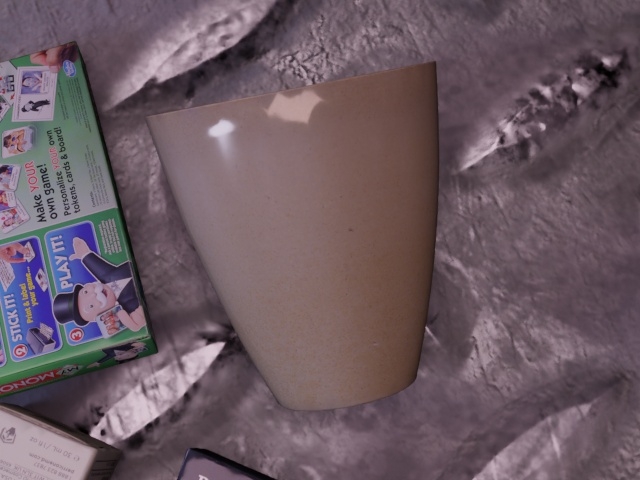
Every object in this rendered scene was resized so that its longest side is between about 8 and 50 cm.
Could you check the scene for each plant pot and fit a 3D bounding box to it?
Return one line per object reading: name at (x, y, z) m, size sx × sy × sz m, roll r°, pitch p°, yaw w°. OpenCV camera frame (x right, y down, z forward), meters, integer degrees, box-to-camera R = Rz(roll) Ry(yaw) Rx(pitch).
plant pot at (0.000, 0.000, 1.111) m, size 0.256 × 0.256 × 0.274 m, roll -12°, pitch 98°, yaw -4°

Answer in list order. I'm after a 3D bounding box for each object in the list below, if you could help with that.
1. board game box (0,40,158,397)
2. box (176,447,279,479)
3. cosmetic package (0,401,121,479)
board game box at (-0.287, -0.017, 1.140) m, size 0.213 × 0.046 × 0.317 m, roll -16°, pitch 65°, yaw -4°
box at (-0.015, 0.383, 1.060) m, size 0.343 × 0.179 × 0.312 m, roll 24°, pitch 82°, yaw 2°
cosmetic package at (-0.289, 0.301, 1.075) m, size 0.113 × 0.160 × 0.309 m, roll 23°, pitch 80°, yaw 3°
